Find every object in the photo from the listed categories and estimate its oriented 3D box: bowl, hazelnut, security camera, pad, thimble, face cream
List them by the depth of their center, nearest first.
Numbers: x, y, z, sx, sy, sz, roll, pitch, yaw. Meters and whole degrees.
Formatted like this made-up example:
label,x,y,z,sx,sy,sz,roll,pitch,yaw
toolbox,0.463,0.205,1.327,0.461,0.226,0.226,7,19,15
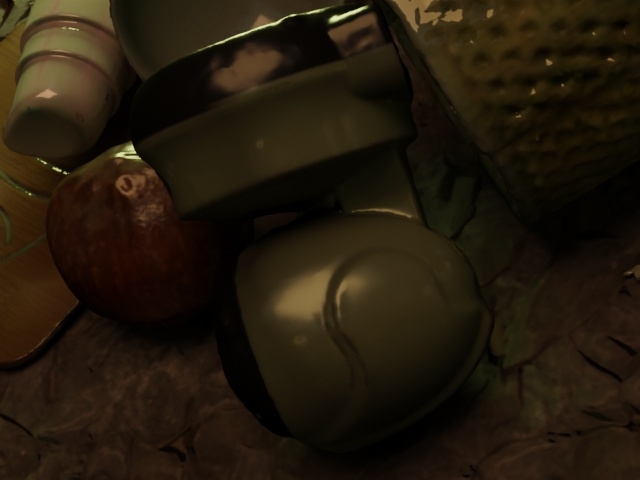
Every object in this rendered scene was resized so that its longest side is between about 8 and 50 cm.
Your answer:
label,x,y,z,sx,sy,sz,roll,pitch,yaw
security camera,0.000,0.000,1.232,0.191,0.197,0.277,-20,89,3
thimble,0.133,-0.152,1.260,0.150,0.271,0.271,-32,48,4
hazelnut,-0.127,-0.008,1.359,0.154,0.143,0.143,-7,53,17
bowl,-0.079,-0.191,1.488,0.189,0.189,0.086,-40,7,-6
pad,-0.244,-0.049,1.525,0.286,0.018,0.284,29,71,39
face cream,-0.181,-0.213,1.545,0.102,0.102,0.345,-6,49,22

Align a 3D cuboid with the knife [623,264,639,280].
label,x,y,z,sx,sy,sz,roll,pitch,yaw
knife,0.343,-0.029,1.227,0.298,0.017,0.047,-25,47,12
